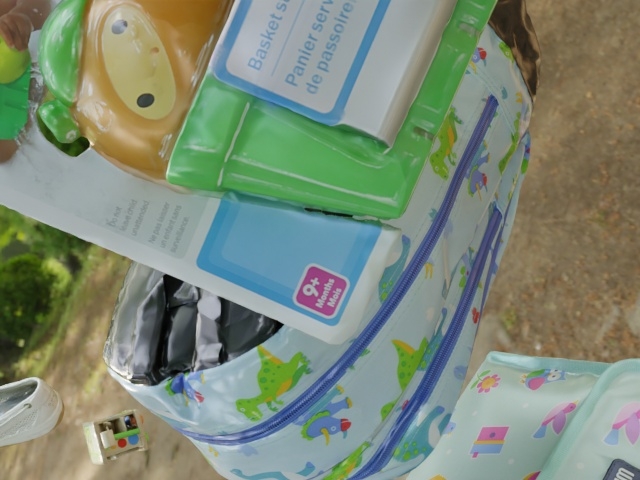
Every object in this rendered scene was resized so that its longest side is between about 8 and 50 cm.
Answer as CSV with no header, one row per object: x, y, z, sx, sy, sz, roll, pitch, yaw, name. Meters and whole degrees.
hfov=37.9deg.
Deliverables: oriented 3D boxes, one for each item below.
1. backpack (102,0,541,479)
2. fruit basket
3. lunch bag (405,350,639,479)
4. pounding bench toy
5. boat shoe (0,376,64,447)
0.000,0.000,0.680,0.290,0.273,0.355,-9,31,35,backpack
-0.082,-0.158,0.453,0.165,0.353,0.326,-131,65,-82,fruit basket
0.195,0.206,0.693,0.223,0.160,0.262,-50,24,-25,lunch bag
-0.239,0.235,1.122,0.083,0.065,0.052,-23,81,59,pounding bench toy
-0.516,0.263,1.339,0.096,0.277,0.098,77,166,-47,boat shoe
